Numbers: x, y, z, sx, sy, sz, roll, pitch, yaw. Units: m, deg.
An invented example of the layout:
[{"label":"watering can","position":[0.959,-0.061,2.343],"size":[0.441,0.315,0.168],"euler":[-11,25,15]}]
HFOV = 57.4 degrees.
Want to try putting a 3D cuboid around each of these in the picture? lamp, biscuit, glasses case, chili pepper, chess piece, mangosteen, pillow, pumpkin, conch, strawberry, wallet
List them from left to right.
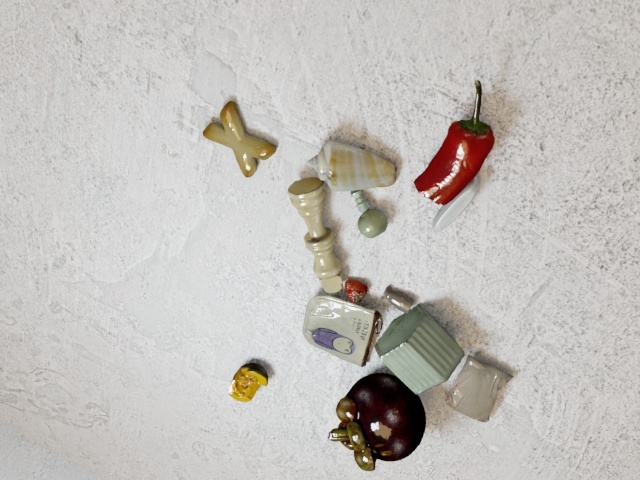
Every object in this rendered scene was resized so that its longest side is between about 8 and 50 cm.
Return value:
[{"label":"biscuit","position":[-0.252,-0.307,1.808],"size":[0.208,0.047,0.164],"euler":[45,125,-8]},{"label":"pumpkin","position":[-0.279,0.546,2.316],"size":[0.119,0.107,0.183],"euler":[39,119,-14]},{"label":"chess piece","position":[0.000,0.000,1.858],"size":[0.117,0.117,0.397],"euler":[-2,120,23]},{"label":"wallet","position":[0.070,0.311,2.031],"size":[0.275,0.068,0.335],"euler":[23,137,13]},{"label":"conch","position":[0.086,-0.201,1.686],"size":[0.255,0.127,0.158],"euler":[10,123,16]},{"label":"strawberry","position":[0.116,0.162,1.948],"size":[0.083,0.073,0.073],"euler":[53,135,32]},{"label":"lamp","position":[0.138,-0.088,1.771],"size":[0.091,0.091,0.163],"euler":[-26,94,33]},{"label":"mangosteen","position":[0.193,0.627,2.032],"size":[0.307,0.347,0.306],"euler":[47,150,38]},{"label":"glasses case","position":[0.383,-0.102,1.660],"size":[0.049,0.076,0.197],"euler":[34,127,-3]},{"label":"chili pepper","position":[0.384,-0.248,1.531],"size":[0.131,0.134,0.338],"euler":[41,127,15]},{"label":"pillow","position":[0.537,0.506,1.984],"size":[0.173,0.067,0.270],"euler":[18,126,5]}]

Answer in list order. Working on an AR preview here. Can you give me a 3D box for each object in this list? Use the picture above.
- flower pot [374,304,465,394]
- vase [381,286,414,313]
[{"label":"flower pot","position":[0.315,0.350,1.888],"size":[0.189,0.209,0.239],"euler":[46,127,-10]},{"label":"vase","position":[0.251,0.193,1.913],"size":[0.101,0.053,0.053],"euler":[30,127,7]}]
